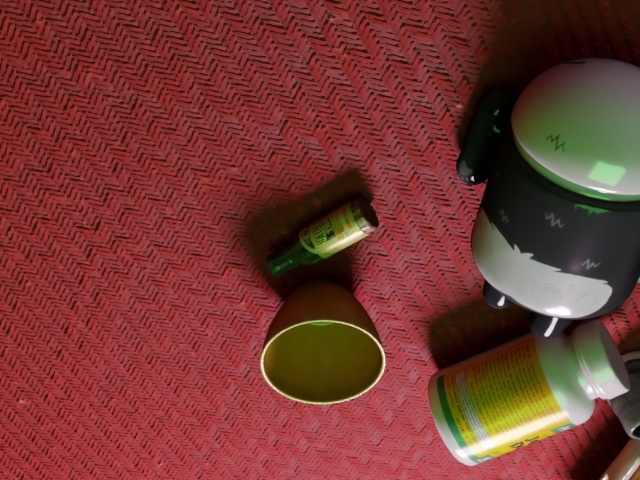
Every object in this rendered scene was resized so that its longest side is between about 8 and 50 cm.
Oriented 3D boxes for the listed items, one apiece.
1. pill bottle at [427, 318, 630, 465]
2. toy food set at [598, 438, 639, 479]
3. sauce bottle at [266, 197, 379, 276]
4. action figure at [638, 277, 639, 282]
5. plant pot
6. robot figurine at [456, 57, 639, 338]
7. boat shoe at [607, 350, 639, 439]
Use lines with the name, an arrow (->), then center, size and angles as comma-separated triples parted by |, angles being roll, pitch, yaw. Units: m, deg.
pill bottle -> 0.238, 0.169, 1.395 | 0.208, 0.118, 0.117 | -26, 128, 20
toy food set -> 0.476, 0.332, 1.544 | 0.306, 0.092, 0.220 | 4, 133, -20
sauce bottle -> 0.000, 0.000, 1.285 | 0.128, 0.042, 0.042 | -31, 126, 21
action figure -> 0.356, -0.048, 1.232 | 0.137, 0.063, 0.232 | 12, 136, 0
plant pot -> 0.002, 0.100, 1.341 | 0.134, 0.095, 0.134 | -1, 132, -1
robot figurine -> 0.243, -0.040, 1.162 | 0.209, 0.174, 0.278 | 7, 130, -6
boat shoe -> 0.503, 0.198, 1.443 | 0.335, 0.096, 0.112 | 3, 133, -4
